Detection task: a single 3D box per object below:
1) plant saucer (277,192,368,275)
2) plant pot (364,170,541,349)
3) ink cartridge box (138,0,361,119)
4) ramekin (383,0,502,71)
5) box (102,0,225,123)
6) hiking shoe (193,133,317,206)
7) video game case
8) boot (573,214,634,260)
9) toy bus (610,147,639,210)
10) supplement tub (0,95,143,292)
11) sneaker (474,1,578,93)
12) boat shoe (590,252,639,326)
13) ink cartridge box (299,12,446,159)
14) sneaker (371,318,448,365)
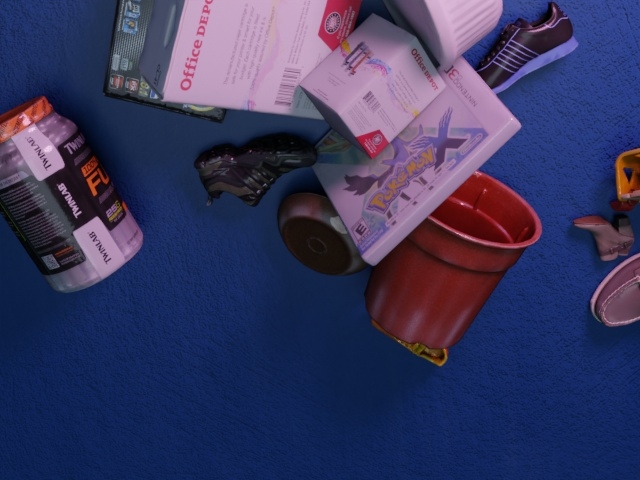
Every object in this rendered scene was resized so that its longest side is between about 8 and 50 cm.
[{"bbox_3d":[0.000,0.000,1.710,0.199,0.036,0.198,20,141,17],"label":"plant saucer"},{"bbox_3d":[0.214,0.034,1.677,0.272,0.272,0.265,17,121,-8],"label":"plant pot"},{"bbox_3d":[-0.112,-0.332,1.506,0.306,0.131,0.226,4,118,-33],"label":"ink cartridge box"},{"bbox_3d":[0.178,-0.414,1.473,0.127,0.273,0.273,-30,111,-2],"label":"ramekin"},{"bbox_3d":[-0.243,-0.357,1.598,0.216,0.060,0.270,14,113,-5],"label":"box"},{"bbox_3d":[-0.110,-0.123,1.697,0.227,0.086,0.114,-6,121,13],"label":"hiking shoe"},{"bbox_3d":[0.140,-0.164,1.564,0.329,0.300,0.036,-45,133,17],"label":"video game case"},{"bbox_3d":[0.536,-0.003,1.766,0.118,0.042,0.087,-3,116,2],"label":"boot"},{"bbox_3d":[0.625,-0.117,1.678,0.191,0.202,0.104,-4,83,9],"label":"toy bus"},{"bbox_3d":[-0.469,-0.082,1.647,0.194,0.193,0.316,-24,112,10],"label":"supplement tub"},{"bbox_3d":[0.324,-0.323,1.609,0.232,0.081,0.090,-29,108,5],"label":"sneaker"},{"bbox_3d":[0.667,0.071,1.767,0.324,0.096,0.116,-32,110,13],"label":"boat shoe"},{"bbox_3d":[0.086,-0.252,1.515,0.176,0.127,0.128,-44,135,-2],"label":"ink cartridge box"},{"bbox_3d":[0.180,0.186,1.834,0.175,0.067,0.064,26,113,-9],"label":"sneaker"}]
